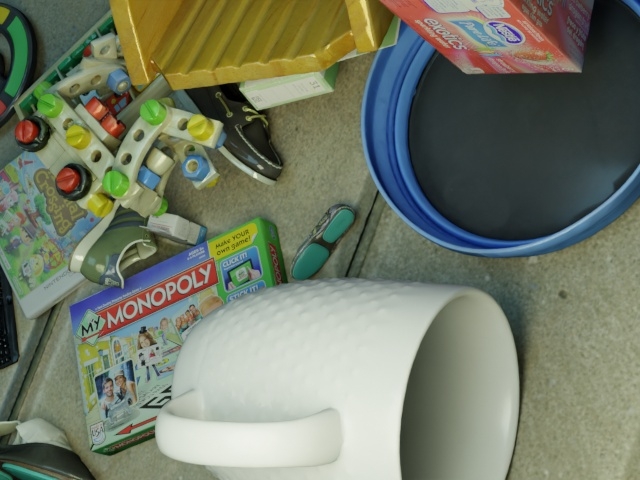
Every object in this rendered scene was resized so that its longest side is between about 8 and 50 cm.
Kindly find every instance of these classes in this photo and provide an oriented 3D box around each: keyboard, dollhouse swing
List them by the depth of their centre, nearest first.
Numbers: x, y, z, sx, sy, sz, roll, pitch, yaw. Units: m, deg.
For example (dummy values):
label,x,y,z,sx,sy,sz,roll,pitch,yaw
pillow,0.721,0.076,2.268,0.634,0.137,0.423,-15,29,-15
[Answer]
label,x,y,z,sx,sy,sz,roll,pitch,yaw
dollhouse swing,-0.098,-0.406,1.743,0.347,0.305,0.315,-3,43,27
keyboard,-0.489,0.101,2.084,0.100,0.038,0.192,-26,61,23

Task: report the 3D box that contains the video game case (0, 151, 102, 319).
label,x,y,z,sx,sy,sz,roll,pitch,yaw
video game case,-0.384,-0.028,2.038,0.193,0.023,0.212,-35,73,18

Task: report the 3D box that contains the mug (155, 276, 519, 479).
label,x,y,z,sx,sy,sz,roll,pitch,yaw
mug,-0.014,0.180,1.554,0.328,0.374,0.276,4,98,33

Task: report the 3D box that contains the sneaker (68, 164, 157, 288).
label,x,y,z,sx,sy,sz,roll,pitch,yaw
sneaker,-0.250,-0.011,1.938,0.086,0.064,0.192,28,58,12

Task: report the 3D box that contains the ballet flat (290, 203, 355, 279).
label,x,y,z,sx,sy,sz,roll,pitch,yaw
ballet flat,0.000,0.000,1.814,0.114,0.041,0.041,-51,55,7

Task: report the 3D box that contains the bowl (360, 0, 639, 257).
label,x,y,z,sx,sy,sz,roll,pitch,yaw
bowl,0.235,-0.163,1.692,0.391,0.077,0.391,-11,69,29

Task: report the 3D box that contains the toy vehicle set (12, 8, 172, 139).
label,x,y,z,sx,sy,sz,roll,pitch,yaw
toy vehicle set,-0.315,-0.221,2.082,0.267,0.035,0.166,-41,57,14

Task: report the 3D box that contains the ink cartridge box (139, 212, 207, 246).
label,x,y,z,sx,sy,sz,roll,pitch,yaw
ink cartridge box,-0.194,-0.017,1.908,0.048,0.083,0.028,10,81,34

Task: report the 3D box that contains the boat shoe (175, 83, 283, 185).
label,x,y,z,sx,sy,sz,roll,pitch,yaw
boat shoe,-0.112,-0.159,1.905,0.068,0.081,0.228,-51,53,13

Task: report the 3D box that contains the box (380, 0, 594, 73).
label,x,y,z,sx,sy,sz,roll,pitch,yaw
box,0.170,-0.295,1.545,0.154,0.300,0.142,4,77,34

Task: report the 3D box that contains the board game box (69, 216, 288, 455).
label,x,y,z,sx,sy,sz,roll,pitch,yaw
board game box,-0.178,0.127,1.874,0.317,0.046,0.213,-25,63,23

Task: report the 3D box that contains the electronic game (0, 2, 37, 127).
label,x,y,z,sx,sy,sz,roll,pitch,yaw
electronic game,-0.525,-0.258,2.220,0.229,0.048,0.229,-11,68,29

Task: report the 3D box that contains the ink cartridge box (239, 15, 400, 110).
label,x,y,z,sx,sy,sz,roll,pitch,yaw
ink cartridge box,0.016,-0.269,1.850,0.235,0.056,0.171,-10,52,29

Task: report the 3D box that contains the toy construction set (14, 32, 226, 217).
label,x,y,z,sx,sy,sz,roll,pitch,yaw
toy construction set,-0.269,-0.153,1.892,0.215,0.151,0.327,-47,48,7

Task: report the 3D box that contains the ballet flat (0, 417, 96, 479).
label,x,y,z,sx,sy,sz,roll,pitch,yaw
ballet flat,-0.403,0.286,1.937,0.280,0.095,0.096,-1,61,32
